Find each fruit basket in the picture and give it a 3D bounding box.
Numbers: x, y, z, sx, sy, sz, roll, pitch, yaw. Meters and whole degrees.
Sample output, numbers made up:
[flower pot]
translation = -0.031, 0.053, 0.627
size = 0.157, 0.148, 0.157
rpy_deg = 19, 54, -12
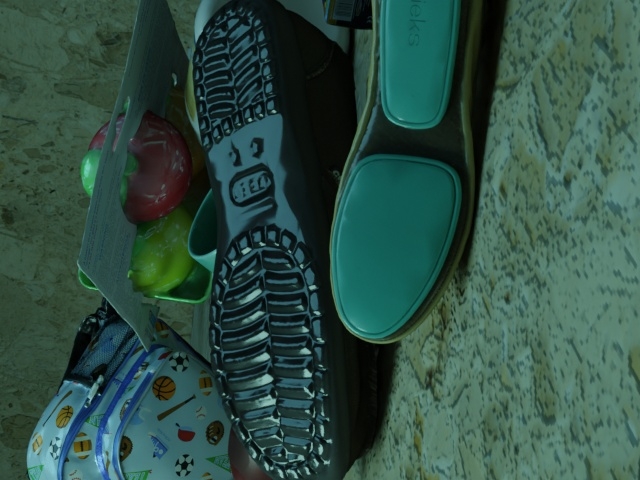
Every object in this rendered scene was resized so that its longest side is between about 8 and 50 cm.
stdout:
[fruit basket]
translation = -0.196, -0.072, 1.292
size = 0.353, 0.165, 0.327
rpy_deg = 64, -146, -69

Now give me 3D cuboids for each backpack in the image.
[backpack]
translation = -0.223, 0.253, 1.483
size = 0.263, 0.276, 0.213
rpy_deg = -53, 27, -16

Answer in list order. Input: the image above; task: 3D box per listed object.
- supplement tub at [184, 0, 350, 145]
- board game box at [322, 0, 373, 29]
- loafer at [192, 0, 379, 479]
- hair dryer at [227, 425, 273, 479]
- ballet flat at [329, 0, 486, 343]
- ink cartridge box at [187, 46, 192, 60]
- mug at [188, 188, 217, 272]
[supplement tub]
translation = -0.057, -0.161, 1.151
size = 0.200, 0.144, 0.144
rpy_deg = 118, 155, -67
[board game box]
translation = 0.034, -0.277, 0.947
size = 0.141, 0.048, 0.170
rpy_deg = -94, 12, -53
[loafer]
translation = 0.000, 0.000, 0.878
size = 0.133, 0.130, 0.366
rpy_deg = -8, 85, 46
[hair dryer]
translation = -0.018, 0.205, 1.031
size = 0.223, 0.080, 0.294
rpy_deg = 158, 112, -62
[ballet flat]
translation = 0.058, -0.057, 0.663
size = 0.073, 0.080, 0.232
rpy_deg = -29, -49, -67
[ink cartridge box]
translation = -0.143, -0.107, 1.597
size = 0.385, 0.091, 0.308
rpy_deg = -133, 48, -79
[mug]
translation = -0.037, -0.021, 1.035
size = 0.129, 0.097, 0.158
rpy_deg = -38, 27, 33
